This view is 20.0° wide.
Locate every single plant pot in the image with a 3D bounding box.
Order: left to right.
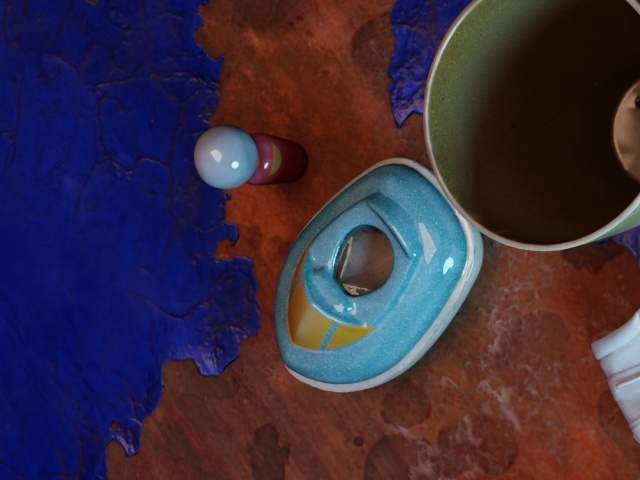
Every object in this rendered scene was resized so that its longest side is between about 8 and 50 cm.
[{"bbox_3d":[0.256,-0.107,1.611,0.237,0.254,0.237,-1,88,35],"label":"plant pot"}]

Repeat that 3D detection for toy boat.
[{"bbox_3d":[0.000,0.000,1.856,0.318,0.148,0.267,48,115,26],"label":"toy boat"}]

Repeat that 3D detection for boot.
[{"bbox_3d":[0.358,0.077,1.630,0.258,0.095,0.123,-37,75,30],"label":"boot"}]
